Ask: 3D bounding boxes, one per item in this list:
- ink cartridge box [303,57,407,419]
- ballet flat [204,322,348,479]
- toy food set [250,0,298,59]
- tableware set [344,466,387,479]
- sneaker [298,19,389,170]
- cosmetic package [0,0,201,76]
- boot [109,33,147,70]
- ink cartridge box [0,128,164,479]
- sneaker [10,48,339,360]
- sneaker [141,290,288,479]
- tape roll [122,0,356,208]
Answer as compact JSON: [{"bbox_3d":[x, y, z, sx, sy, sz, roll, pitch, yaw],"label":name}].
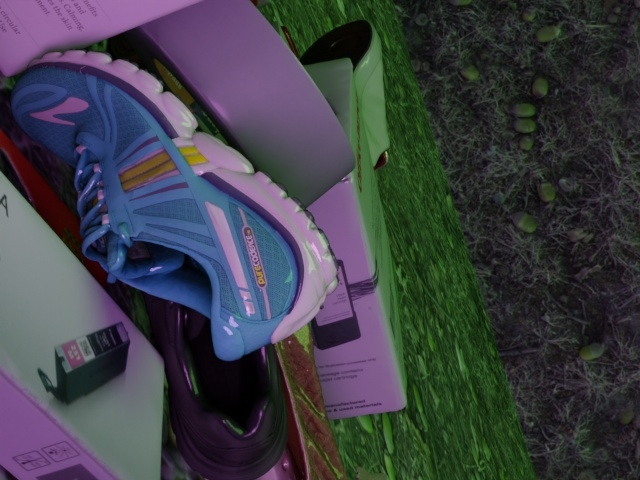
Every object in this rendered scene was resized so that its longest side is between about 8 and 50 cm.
[{"bbox_3d":[0.000,0.000,1.201,0.211,0.121,0.289,-89,168,-52],"label":"ink cartridge box"},{"bbox_3d":[-0.063,0.121,0.994,0.124,0.116,0.343,-19,95,-57],"label":"ballet flat"},{"bbox_3d":[-0.077,-0.178,1.271,0.111,0.104,0.232,-103,169,-55],"label":"toy food set"},{"bbox_3d":[0.015,0.282,1.183,0.194,0.039,0.128,28,57,-62],"label":"tableware set"},{"bbox_3d":[0.031,-0.155,1.506,0.290,0.105,0.123,-79,149,-47],"label":"sneaker"},{"bbox_3d":[-0.091,-0.274,0.806,0.155,0.365,0.197,-91,159,-49],"label":"cosmetic package"},{"bbox_3d":[-0.123,-0.152,1.142,0.197,0.072,0.152,-75,148,-61],"label":"boot"},{"bbox_3d":[-0.181,0.010,0.743,0.275,0.060,0.239,57,21,-44],"label":"ink cartridge box"},{"bbox_3d":[-0.114,-0.029,0.792,0.275,0.110,0.107,37,-27,25],"label":"sneaker"},{"bbox_3d":[-0.084,0.026,0.881,0.130,0.109,0.286,111,-42,-70],"label":"sneaker"},{"bbox_3d":[-0.069,-0.118,0.958,0.219,0.072,0.219,49,-7,8],"label":"tape roll"}]
